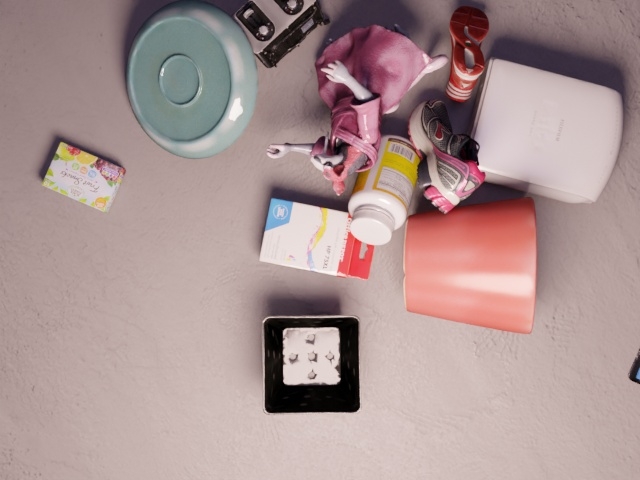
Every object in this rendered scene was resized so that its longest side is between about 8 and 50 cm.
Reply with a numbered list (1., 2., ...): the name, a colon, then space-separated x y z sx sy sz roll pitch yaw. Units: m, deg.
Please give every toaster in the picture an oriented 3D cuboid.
1. toaster: -0.084 -0.448 1.614 0.168 0.186 0.110 -41 86 6

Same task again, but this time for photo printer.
1. photo printer: 0.463 -0.220 1.637 0.308 0.107 0.255 15 87 0

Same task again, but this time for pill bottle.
1. pill bottle: 0.126 -0.099 1.581 0.117 0.117 0.215 20 57 0

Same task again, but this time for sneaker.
1. sneaker: 0.256 -0.181 1.566 0.112 0.299 0.121 -35 128 27
2. sneaker: 0.292 -0.382 1.660 0.087 0.128 0.221 15 54 0

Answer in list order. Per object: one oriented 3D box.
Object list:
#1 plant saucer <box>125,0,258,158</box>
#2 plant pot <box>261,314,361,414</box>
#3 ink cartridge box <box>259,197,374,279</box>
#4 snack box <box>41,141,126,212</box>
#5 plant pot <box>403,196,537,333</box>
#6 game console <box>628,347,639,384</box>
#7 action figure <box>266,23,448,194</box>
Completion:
1. plant saucer: -0.272 -0.320 1.589 0.318 0.044 0.317 5 102 25
2. plant pot: -0.018 0.238 1.582 0.188 0.167 0.188 -1 88 -1
3. ink cartridge box: 0.000 0.000 1.636 0.231 0.078 0.134 10 88 -1
4. snack box: -0.492 -0.131 1.655 0.141 0.037 0.100 23 89 0
5. plant pot: 0.291 0.048 1.560 0.243 0.275 0.274 0 88 11
6. game console: 0.734 0.258 1.636 0.144 0.124 0.085 23 61 0
7. action figure: 0.072 -0.240 1.569 0.276 0.248 0.370 21 60 -23
